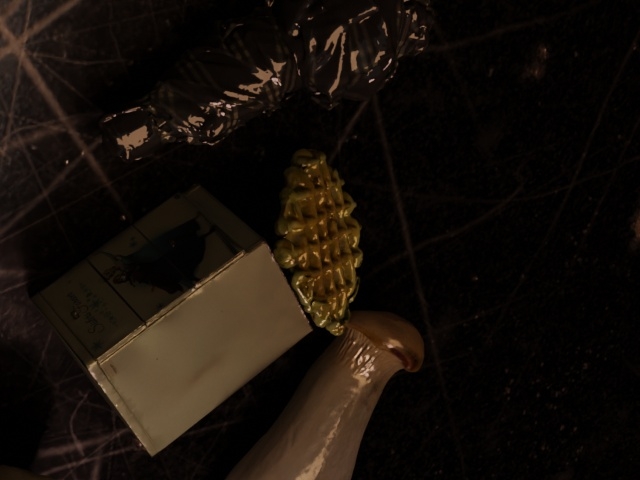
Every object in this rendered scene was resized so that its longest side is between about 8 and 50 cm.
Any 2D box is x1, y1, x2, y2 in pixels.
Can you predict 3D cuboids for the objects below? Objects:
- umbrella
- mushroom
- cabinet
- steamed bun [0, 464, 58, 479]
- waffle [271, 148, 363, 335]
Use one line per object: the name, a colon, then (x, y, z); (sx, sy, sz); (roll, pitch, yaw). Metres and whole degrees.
umbrella: (-0.048, -0.160, 1.284); (0.337, 0.128, 0.154); (-38, 115, -4)
mushroom: (0.002, 0.221, 1.541); (0.328, 0.122, 0.159); (-57, 167, 6)
cabinet: (-0.146, 0.072, 1.319); (0.206, 0.145, 0.150); (-37, 130, -13)
steamed bun: (-0.376, 0.333, 1.236); (0.352, 0.247, 0.339); (-38, 159, 15)
waffle: (0.000, 0.000, 1.384); (0.169, 0.036, 0.183); (58, 33, -40)
